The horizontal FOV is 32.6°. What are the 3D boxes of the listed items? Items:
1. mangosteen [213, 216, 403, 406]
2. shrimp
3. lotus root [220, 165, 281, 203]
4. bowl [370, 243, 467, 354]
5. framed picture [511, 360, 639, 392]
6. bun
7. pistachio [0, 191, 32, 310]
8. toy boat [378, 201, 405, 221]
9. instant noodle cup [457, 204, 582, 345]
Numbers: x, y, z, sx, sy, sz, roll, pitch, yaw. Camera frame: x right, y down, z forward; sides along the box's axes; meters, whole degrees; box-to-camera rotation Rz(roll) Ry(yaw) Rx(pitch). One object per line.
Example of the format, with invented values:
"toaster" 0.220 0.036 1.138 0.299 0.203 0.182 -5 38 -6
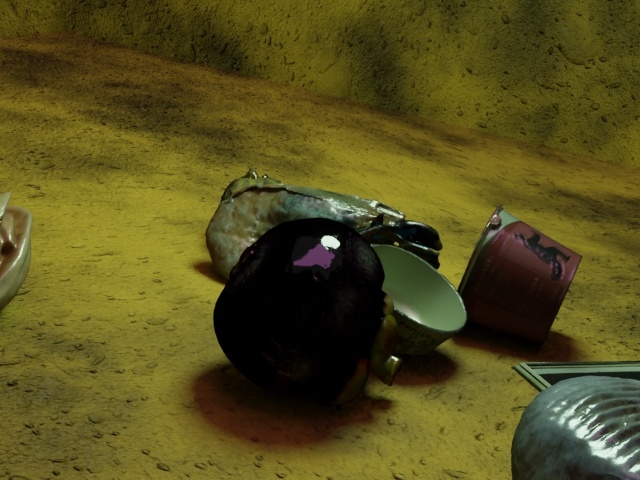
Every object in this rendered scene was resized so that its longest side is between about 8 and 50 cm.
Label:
"mangosteen" 0.001 0.117 1.627 0.302 0.275 0.275 39 14 -12
"shrimp" 0.000 0.000 2.008 0.446 0.221 0.110 3 -26 13
"lotus root" -0.134 -0.063 2.228 0.154 0.154 0.278 7 23 -9
"bowl" 0.130 0.115 1.831 0.211 0.112 0.211 26 28 -15
"framed picture" 0.501 0.252 1.820 0.293 0.018 0.231 1 20 -24
"bun" 0.389 0.306 1.282 0.362 0.211 0.362 11 15 -3
"pistachio" -0.558 0.018 1.714 0.193 0.214 0.318 49 11 -26
"toy boat" 0.063 -0.021 2.244 0.114 0.122 0.296 -4 -4 36
"instant noodle cup" 0.356 0.075 1.982 0.178 0.235 0.235 25 21 13
